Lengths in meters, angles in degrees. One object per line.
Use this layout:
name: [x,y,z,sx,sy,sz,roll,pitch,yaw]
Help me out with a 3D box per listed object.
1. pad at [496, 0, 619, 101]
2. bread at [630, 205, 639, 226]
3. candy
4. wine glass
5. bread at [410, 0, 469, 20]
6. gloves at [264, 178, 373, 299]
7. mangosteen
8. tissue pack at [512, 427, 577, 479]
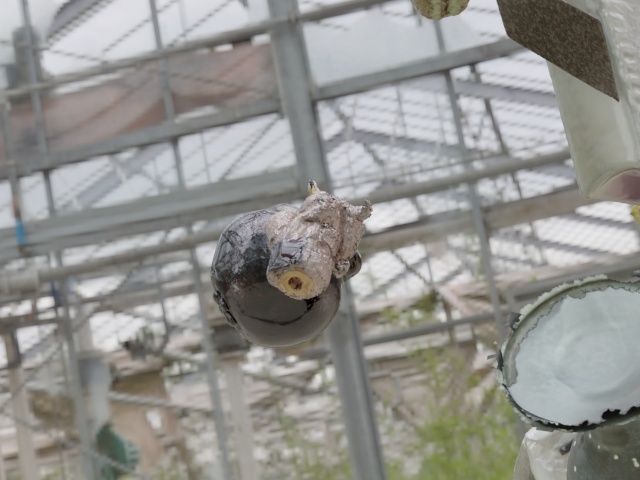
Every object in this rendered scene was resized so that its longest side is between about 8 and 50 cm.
pad: [0.320,-0.294,1.680,0.003,0.235,0.158,-39,-42,-9]
bread: [0.787,-0.048,2.205,0.333,0.323,0.143,-39,-51,8]
candy: [0.460,-0.234,1.812,0.208,0.359,0.145,1,-22,-35]
wine glass: [0.299,0.203,1.116,0.190,0.190,0.357,-15,-49,24]
bread: [0.171,-0.457,1.960,0.102,0.196,0.138,-23,-12,4]
gloves: [-0.007,0.005,1.391,0.110,0.094,0.144,-9,39,53]
mangosteen: [-0.068,0.075,2.457,0.313,0.297,0.297,-4,-12,-26]
tissue pack: [0.474,0.374,2.032,0.266,0.194,0.356,-30,-22,-5]
